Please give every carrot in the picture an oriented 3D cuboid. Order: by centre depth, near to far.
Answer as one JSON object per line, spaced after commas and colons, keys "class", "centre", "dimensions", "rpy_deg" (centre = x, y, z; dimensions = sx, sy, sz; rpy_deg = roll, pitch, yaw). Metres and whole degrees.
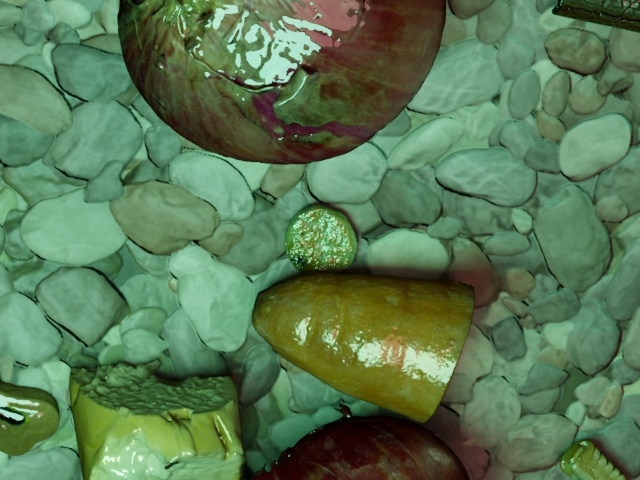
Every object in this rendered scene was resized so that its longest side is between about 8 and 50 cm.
{"class": "carrot", "centre": [0.039, 0.092, 1.939], "dimensions": [0.225, 0.159, 0.159], "rpy_deg": [18, 104, 1]}

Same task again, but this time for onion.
{"class": "onion", "centre": [-0.041, -0.247, 1.732], "dimensions": [0.353, 0.353, 0.354], "rpy_deg": [-2, 107, -5]}
{"class": "onion", "centre": [0.042, 0.323, 1.933], "dimensions": [0.276, 0.276, 0.276], "rpy_deg": [-2, 107, -5]}

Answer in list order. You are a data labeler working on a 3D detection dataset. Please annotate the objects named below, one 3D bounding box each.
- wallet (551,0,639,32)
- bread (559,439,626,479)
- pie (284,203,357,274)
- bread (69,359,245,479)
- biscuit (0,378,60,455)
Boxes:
{"class": "wallet", "centre": [0.378, -0.276, 1.904], "dimensions": [0.243, 0.039, 0.133], "rpy_deg": [12, 106, -9]}
{"class": "bread", "centre": [0.314, 0.266, 2.064], "dimensions": [0.088, 0.033, 0.049], "rpy_deg": [40, 85, -19]}
{"class": "pie", "centre": [0.000, 0.000, 1.961], "dimensions": [0.085, 0.017, 0.085], "rpy_deg": [-1, 107, -4]}
{"class": "bread", "centre": [-0.166, 0.251, 1.920], "dimensions": [0.183, 0.211, 0.224], "rpy_deg": [-8, 102, -10]}
{"class": "biscuit", "centre": [-0.435, 0.143, 1.951], "dimensions": [0.319, 0.047, 0.183], "rpy_deg": [33, 104, -15]}
